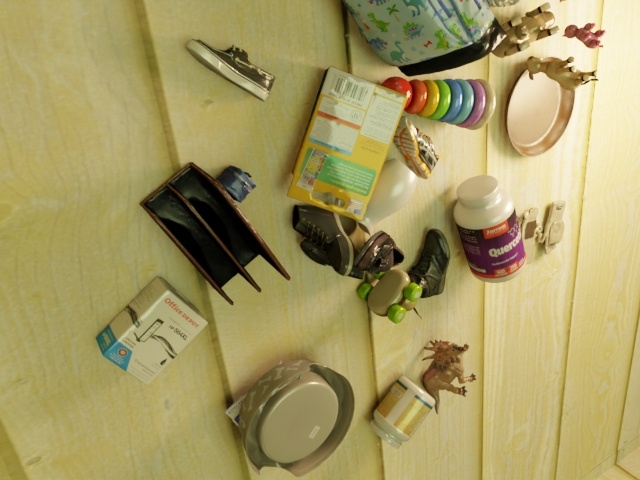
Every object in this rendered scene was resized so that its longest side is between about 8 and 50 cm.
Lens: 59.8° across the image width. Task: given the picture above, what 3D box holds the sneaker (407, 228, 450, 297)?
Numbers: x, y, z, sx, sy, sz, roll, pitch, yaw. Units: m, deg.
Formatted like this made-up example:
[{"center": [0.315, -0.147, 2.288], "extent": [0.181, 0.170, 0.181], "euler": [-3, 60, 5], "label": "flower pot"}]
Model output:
[{"center": [0.323, 0.080, 1.703], "extent": [0.130, 0.087, 0.228], "euler": [-17, 122, -33], "label": "sneaker"}]

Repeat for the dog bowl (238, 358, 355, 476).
[{"center": [-0.071, 0.490, 1.551], "extent": [0.348, 0.102, 0.349], "euler": [-13, 116, -30], "label": "dog bowl"}]

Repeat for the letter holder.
[{"center": [-0.226, 0.005, 1.245], "extent": [0.152, 0.214, 0.302], "euler": [-42, 125, -12], "label": "letter holder"}]

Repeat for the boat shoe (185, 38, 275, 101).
[{"center": [-0.191, -0.384, 1.206], "extent": [0.219, 0.077, 0.070], "euler": [24, 96, -45], "label": "boat shoe"}]

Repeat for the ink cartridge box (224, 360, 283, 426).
[{"center": [-0.148, 0.460, 1.580], "extent": [0.206, 0.045, 0.208], "euler": [-40, 126, -14], "label": "ink cartridge box"}]

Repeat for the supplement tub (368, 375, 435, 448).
[{"center": [0.265, 0.561, 1.820], "extent": [0.200, 0.144, 0.144], "euler": [-52, 126, -4], "label": "supplement tub"}]

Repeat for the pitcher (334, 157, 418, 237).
[{"center": [0.148, -0.128, 1.490], "extent": [0.207, 0.125, 0.177], "euler": [-49, 131, 6], "label": "pitcher"}]

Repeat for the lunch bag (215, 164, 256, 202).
[{"center": [-0.193, -0.135, 1.283], "extent": [0.065, 0.098, 0.067], "euler": [-49, 121, -10], "label": "lunch bag"}]

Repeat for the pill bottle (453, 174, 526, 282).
[{"center": [0.521, -0.035, 1.724], "extent": [0.181, 0.181, 0.323], "euler": [-37, 124, -15], "label": "pill bottle"}]

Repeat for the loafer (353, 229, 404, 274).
[{"center": [0.167, 0.037, 1.468], "extent": [0.109, 0.095, 0.302], "euler": [-56, 170, 13], "label": "loafer"}]

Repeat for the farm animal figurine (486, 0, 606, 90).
[{"center": [0.614, -0.580, 1.574], "extent": [0.326, 0.172, 0.331], "euler": [-10, 97, -11], "label": "farm animal figurine"}]

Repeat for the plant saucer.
[{"center": [0.685, -0.421, 1.758], "extent": [0.310, 0.050, 0.311], "euler": [-12, 114, -28], "label": "plant saucer"}]

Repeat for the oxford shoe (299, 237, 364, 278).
[{"center": [0.037, 0.028, 1.517], "extent": [0.227, 0.082, 0.096], "euler": [25, 78, -39], "label": "oxford shoe"}]

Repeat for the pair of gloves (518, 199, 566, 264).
[{"center": [0.777, -0.032, 1.975], "extent": [0.240, 0.042, 0.204], "euler": [-16, 113, -29], "label": "pair of gloves"}]

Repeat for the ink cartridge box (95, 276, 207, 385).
[{"center": [-0.392, 0.210, 1.302], "extent": [0.203, 0.086, 0.148], "euler": [-46, 126, -8], "label": "ink cartridge box"}]

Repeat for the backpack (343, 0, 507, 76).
[{"center": [0.206, -0.551, 1.263], "extent": [0.273, 0.290, 0.356], "euler": [-43, 120, -27], "label": "backpack"}]

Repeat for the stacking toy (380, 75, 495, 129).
[{"center": [0.303, -0.381, 1.487], "extent": [0.330, 0.141, 0.141], "euler": [0, 108, -28], "label": "stacking toy"}]

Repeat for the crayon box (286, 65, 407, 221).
[{"center": [0.058, -0.234, 1.368], "extent": [0.202, 0.083, 0.323], "euler": [18, 99, -10], "label": "crayon box"}]

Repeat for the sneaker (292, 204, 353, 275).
[{"center": [0.000, 0.000, 1.404], "extent": [0.118, 0.222, 0.083], "euler": [4, 134, -27], "label": "sneaker"}]

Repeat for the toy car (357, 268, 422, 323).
[{"center": [0.231, 0.181, 1.657], "extent": [0.149, 0.155, 0.188], "euler": [-51, 139, -5], "label": "toy car"}]

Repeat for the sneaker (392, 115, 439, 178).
[{"center": [0.265, -0.268, 1.538], "extent": [0.083, 0.084, 0.215], "euler": [-47, 135, -12], "label": "sneaker"}]

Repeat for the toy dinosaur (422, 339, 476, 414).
[{"center": [0.410, 0.443, 1.888], "extent": [0.200, 0.127, 0.296], "euler": [15, 112, -28], "label": "toy dinosaur"}]
